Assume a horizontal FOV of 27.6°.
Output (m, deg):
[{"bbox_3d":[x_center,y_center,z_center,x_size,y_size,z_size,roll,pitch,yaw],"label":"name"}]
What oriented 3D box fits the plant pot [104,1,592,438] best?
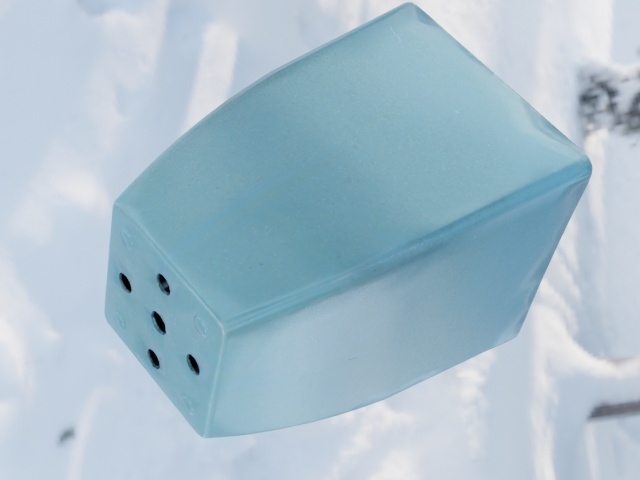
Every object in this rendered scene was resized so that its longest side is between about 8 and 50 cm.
[{"bbox_3d":[0.000,0.000,0.764,0.234,0.165,0.166,-25,58,-31],"label":"plant pot"}]
